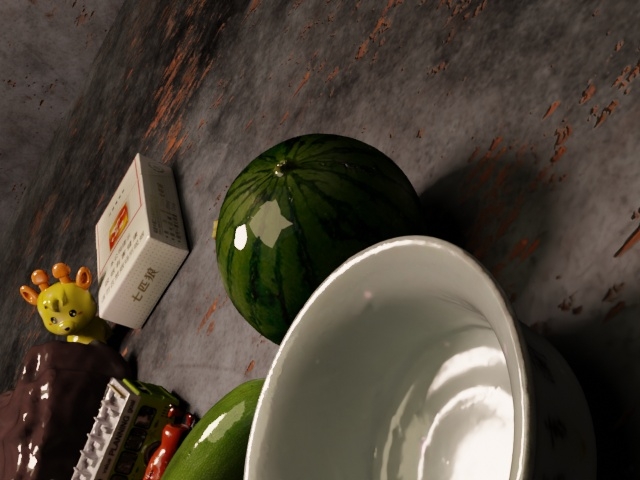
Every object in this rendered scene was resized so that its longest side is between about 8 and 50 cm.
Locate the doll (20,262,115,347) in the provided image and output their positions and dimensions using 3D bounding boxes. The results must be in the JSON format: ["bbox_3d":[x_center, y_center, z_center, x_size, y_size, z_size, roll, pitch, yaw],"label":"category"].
[{"bbox_3d":[-0.497,0.141,1.639,0.143,0.221,0.135,-18,30,5],"label":"doll"}]

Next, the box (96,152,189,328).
[{"bbox_3d":[-0.373,-0.005,1.674,0.210,0.095,0.330,-54,30,21],"label":"box"}]

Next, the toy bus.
[{"bbox_3d":[-0.341,0.372,1.306,0.113,0.139,0.302,14,80,58],"label":"toy bus"}]

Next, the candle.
[{"bbox_3d":[-0.265,0.415,1.249,0.329,0.048,0.051,-70,16,-3],"label":"candle"}]

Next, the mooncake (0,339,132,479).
[{"bbox_3d":[-0.515,0.381,1.541,0.381,0.212,0.351,-50,39,32],"label":"mooncake"}]

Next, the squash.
[{"bbox_3d":[-0.158,0.329,1.071,0.395,0.107,0.107,-58,30,17],"label":"squash"}]

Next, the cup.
[{"bbox_3d":[0.092,0.184,0.689,0.347,0.163,0.347,-35,44,42],"label":"cup"}]

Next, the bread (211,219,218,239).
[{"bbox_3d":[-0.104,-0.009,1.228,0.094,0.090,0.035,-6,70,57],"label":"bread"}]

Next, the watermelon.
[{"bbox_3d":[0.001,0.003,0.893,0.242,0.242,0.242,-38,40,41],"label":"watermelon"}]
